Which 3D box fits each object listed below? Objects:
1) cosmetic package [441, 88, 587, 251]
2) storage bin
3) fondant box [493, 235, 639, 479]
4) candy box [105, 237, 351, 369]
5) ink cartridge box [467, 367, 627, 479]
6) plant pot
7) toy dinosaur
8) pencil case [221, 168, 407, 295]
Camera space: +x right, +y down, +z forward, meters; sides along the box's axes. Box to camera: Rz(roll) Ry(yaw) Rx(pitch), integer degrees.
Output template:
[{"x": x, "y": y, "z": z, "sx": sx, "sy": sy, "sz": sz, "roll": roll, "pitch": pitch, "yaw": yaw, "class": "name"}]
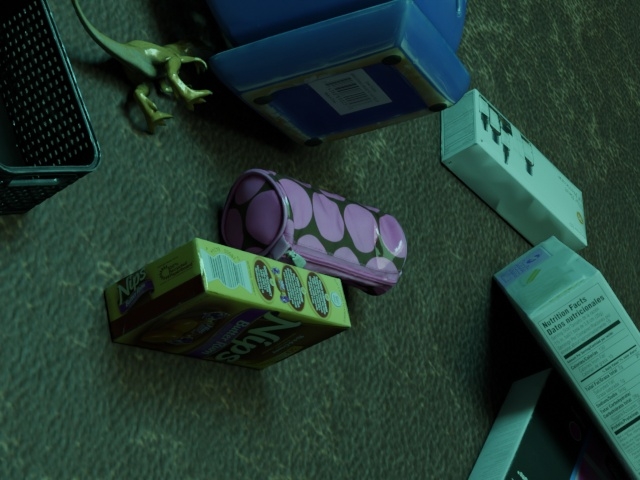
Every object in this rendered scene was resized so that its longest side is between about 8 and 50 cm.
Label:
[{"x": 0.246, "y": -0.079, "z": 1.834, "sx": 0.239, "sy": 0.060, "sz": 0.099, "roll": 38, "pitch": 40, "yaw": -34, "class": "cosmetic package"}, {"x": -0.259, "y": -0.117, "z": 1.113, "sx": 0.122, "sy": 0.084, "sz": 0.180, "roll": -6, "pitch": 73, "yaw": -57, "class": "storage bin"}, {"x": 0.337, "y": 0.168, "z": 1.652, "sx": 0.330, "sy": 0.096, "sz": 0.238, "roll": 57, "pitch": 3, "yaw": -9, "class": "fondant box"}, {"x": -0.074, "y": 0.057, "z": 1.225, "sx": 0.187, "sy": 0.109, "sz": 0.053, "roll": 15, "pitch": 54, "yaw": -49, "class": "candy box"}, {"x": 0.223, "y": 0.302, "z": 1.521, "sx": 0.176, "sy": 0.069, "sz": 0.371, "roll": 56, "pitch": 35, "yaw": -11, "class": "ink cartridge box"}, {"x": 0.016, "y": -0.229, "z": 1.421, "sx": 0.236, "sy": 0.236, "sz": 0.212, "roll": 35, "pitch": 45, "yaw": -63, "class": "plant pot"}, {"x": -0.163, "y": -0.161, "z": 1.321, "sx": 0.112, "sy": 0.064, "sz": 0.211, "roll": 57, "pitch": 20, "yaw": 15, "class": "toy dinosaur"}, {"x": 0.000, "y": 0.000, "z": 1.394, "sx": 0.209, "sy": 0.095, "sz": 0.098, "roll": 13, "pitch": 21, "yaw": -49, "class": "pencil case"}]
